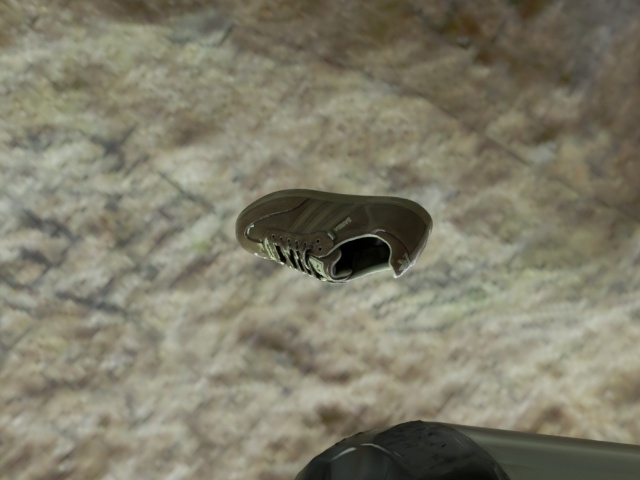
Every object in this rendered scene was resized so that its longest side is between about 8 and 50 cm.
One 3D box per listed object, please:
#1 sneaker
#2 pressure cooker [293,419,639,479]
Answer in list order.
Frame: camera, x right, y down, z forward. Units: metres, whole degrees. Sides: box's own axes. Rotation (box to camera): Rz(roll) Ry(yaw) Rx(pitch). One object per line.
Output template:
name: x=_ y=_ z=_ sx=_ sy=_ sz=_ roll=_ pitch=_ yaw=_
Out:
sneaker: x=0.000 y=0.000 z=1.335 sx=0.066 sy=0.188 sz=0.071 roll=64 pitch=-144 yaw=-33
pressure cooker: x=0.188 y=0.299 z=0.857 sx=0.421 sy=0.375 sz=0.369 roll=8 pitch=-70 yaw=-22
